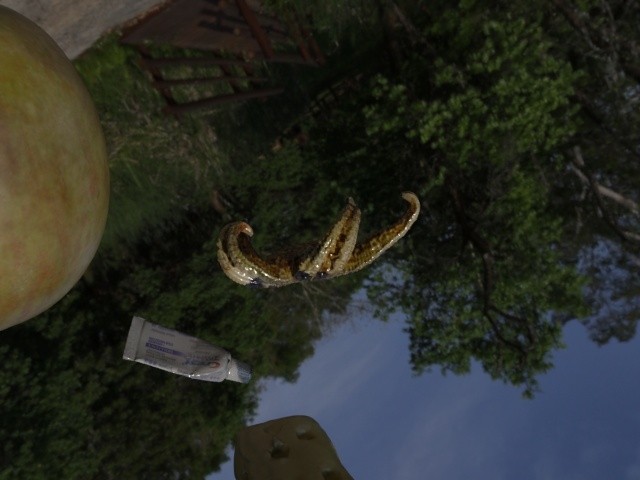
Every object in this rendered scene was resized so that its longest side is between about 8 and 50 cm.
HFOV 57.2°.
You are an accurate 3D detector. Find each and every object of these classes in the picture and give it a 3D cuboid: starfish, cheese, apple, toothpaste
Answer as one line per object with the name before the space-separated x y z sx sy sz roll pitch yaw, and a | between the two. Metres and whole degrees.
starfish | 0.001 -0.001 0.549 0.190 0.074 0.146 -11 180 10
cheese | -0.032 0.357 0.854 0.159 0.093 0.263 -6 -158 -21
apple | -0.284 -0.058 0.421 0.256 0.234 0.257 11 -155 -5
toothpaste | -0.276 0.246 1.260 0.068 0.282 0.099 -63 -159 6
